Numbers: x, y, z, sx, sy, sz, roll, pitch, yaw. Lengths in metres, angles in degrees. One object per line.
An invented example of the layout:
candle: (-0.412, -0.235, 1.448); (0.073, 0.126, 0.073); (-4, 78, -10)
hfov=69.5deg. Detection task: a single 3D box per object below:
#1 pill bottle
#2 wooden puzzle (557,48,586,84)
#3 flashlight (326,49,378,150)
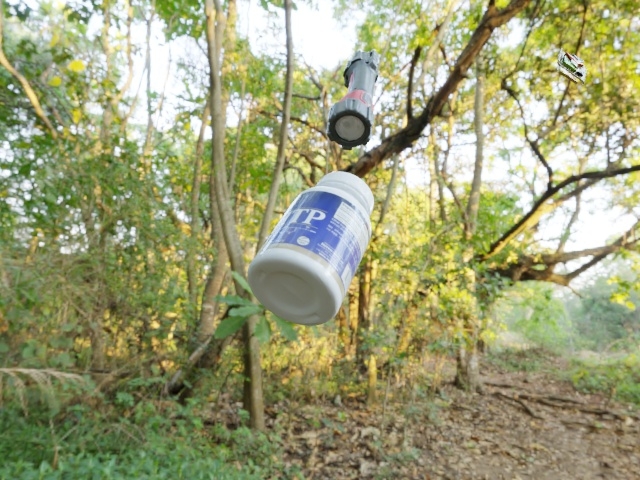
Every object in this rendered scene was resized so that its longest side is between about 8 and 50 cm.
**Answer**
pill bottle: (0.000, 0.000, 0.565); (0.111, 0.187, 0.112); (14, -46, 15)
wooden puzzle: (0.511, -0.353, 0.933); (0.078, 0.116, 0.014); (32, -39, -8)
flashlight: (0.078, -0.327, 1.051); (0.103, 0.304, 0.103); (4, -47, 4)
